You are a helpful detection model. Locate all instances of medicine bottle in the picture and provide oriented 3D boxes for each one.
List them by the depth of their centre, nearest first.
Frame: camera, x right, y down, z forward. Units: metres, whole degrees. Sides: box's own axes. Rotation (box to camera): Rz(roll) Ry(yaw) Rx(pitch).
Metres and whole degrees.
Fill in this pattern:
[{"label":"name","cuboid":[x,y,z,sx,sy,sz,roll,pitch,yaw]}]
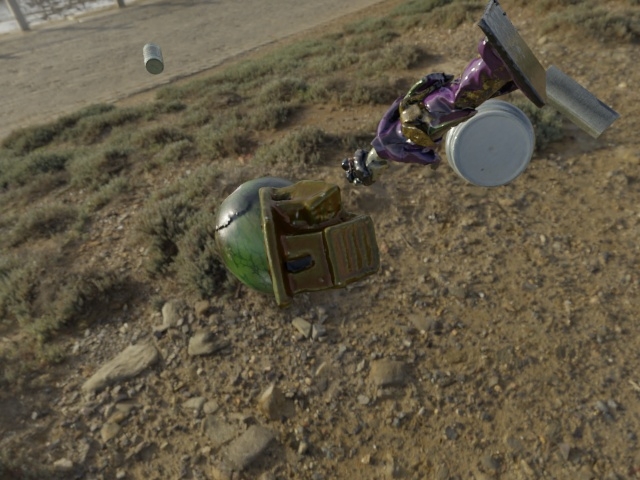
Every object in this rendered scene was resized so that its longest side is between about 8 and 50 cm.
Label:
[{"label":"medicine bottle","cuboid":[-0.431,-0.469,1.177,0.047,0.047,0.083,-14,51,-10]},{"label":"medicine bottle","cuboid":[0.487,-0.280,1.322,0.245,0.245,0.306,7,20,16]}]

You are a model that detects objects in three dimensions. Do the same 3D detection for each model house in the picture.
[{"label":"model house","cuboid":[-0.002,-0.011,0.962,0.239,0.268,0.173,-11,-6,-2]}]

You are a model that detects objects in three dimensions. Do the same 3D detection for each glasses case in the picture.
[{"label":"glasses case","cuboid":[0.630,-0.345,1.134,0.071,0.047,0.205,-45,73,6]}]

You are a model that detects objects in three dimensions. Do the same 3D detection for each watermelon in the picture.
[{"label":"watermelon","cuboid":[-0.133,-0.012,1.362,0.363,0.363,0.363,-4,39,3]}]

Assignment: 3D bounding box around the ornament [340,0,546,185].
[{"label":"ornament","cuboid":[0.104,-0.106,0.424,0.081,0.203,0.088,41,41,-8]}]
